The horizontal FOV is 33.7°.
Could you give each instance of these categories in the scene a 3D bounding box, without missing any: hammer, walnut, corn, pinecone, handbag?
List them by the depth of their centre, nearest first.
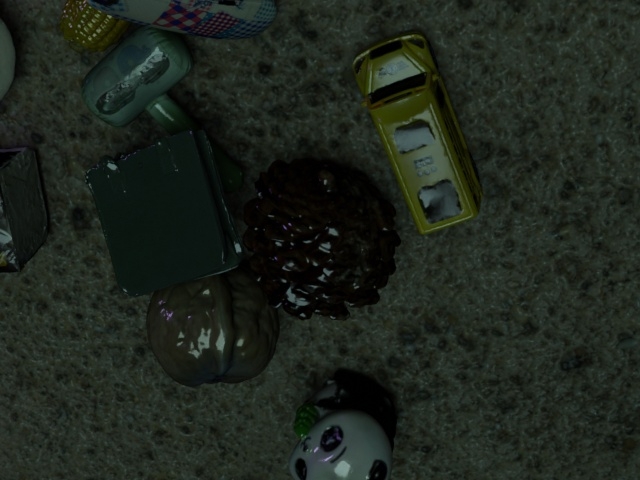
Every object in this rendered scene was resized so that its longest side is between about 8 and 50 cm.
[{"bbox_3d":[-0.324,-0.468,1.788,0.120,0.120,0.363,35,113,-9],"label":"corn"},{"bbox_3d":[-0.274,-0.048,1.848,0.247,0.079,0.260,-17,90,29],"label":"handbag"},{"bbox_3d":[-0.004,0.002,1.874,0.242,0.298,0.296,13,117,47],"label":"pinecone"},{"bbox_3d":[-0.254,-0.217,1.896,0.206,0.119,0.335,-35,111,19],"label":"hammer"},{"bbox_3d":[-0.199,0.154,1.971,0.248,0.248,0.248,2,112,5],"label":"walnut"}]

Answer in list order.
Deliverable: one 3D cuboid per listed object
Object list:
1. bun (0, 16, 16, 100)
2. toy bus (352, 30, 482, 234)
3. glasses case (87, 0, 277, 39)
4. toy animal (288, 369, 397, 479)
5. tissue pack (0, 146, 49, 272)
[{"bbox_3d":[-0.683,-0.342,1.862,0.263,0.175,0.263,-19,132,-22],"label":"bun"},{"bbox_3d":[0.171,-0.186,1.835,0.145,0.151,0.331,-19,109,15],"label":"toy bus"},{"bbox_3d":[-0.226,-0.396,1.748,0.327,0.076,0.125,6,158,-33],"label":"glasses case"},{"bbox_3d":[0.039,0.386,2.022,0.212,0.267,0.212,4,113,10],"label":"toy animal"},{"bbox_3d":[-0.714,-0.058,1.951,0.370,0.198,0.210,-3,115,8],"label":"tissue pack"}]
